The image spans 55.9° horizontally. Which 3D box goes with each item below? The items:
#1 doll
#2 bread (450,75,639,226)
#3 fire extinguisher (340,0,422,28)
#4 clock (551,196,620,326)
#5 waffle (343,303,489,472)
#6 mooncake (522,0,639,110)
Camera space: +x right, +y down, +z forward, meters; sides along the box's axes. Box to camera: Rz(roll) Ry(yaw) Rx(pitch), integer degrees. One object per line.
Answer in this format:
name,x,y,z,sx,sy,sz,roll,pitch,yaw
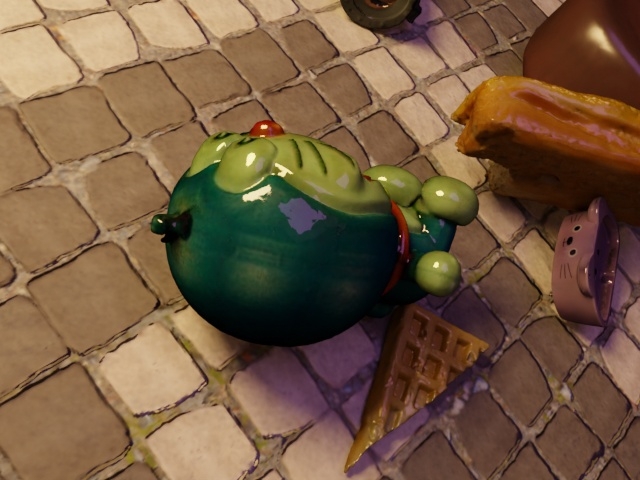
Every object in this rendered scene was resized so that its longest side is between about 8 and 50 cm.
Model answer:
doll,0.000,0.000,0.549,0.322,0.199,0.186,7,98,-36
bread,0.343,-0.103,0.764,0.381,0.185,0.109,11,72,-9
fire extinguisher,0.111,-0.473,0.940,0.200,0.113,0.375,52,38,-51
clock,0.329,0.024,0.752,0.110,0.050,0.152,48,54,-38
waffle,0.105,0.165,0.611,0.125,0.032,0.191,30,56,-13
mooncake,0.463,-0.246,0.934,0.326,0.174,0.333,13,55,-25
